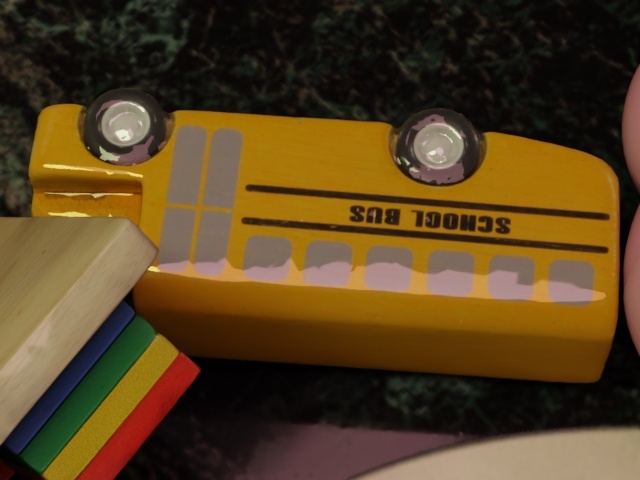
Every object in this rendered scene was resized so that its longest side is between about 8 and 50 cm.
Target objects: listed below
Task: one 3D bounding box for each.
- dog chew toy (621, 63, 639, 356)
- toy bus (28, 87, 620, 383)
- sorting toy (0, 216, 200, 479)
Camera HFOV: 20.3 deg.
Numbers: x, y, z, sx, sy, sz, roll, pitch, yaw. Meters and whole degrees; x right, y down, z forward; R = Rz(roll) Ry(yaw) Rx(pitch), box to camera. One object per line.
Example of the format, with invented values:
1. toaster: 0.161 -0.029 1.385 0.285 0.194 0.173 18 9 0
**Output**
1. dog chew toy: 0.260 -0.049 1.004 0.206 0.207 0.332 -4 57 0
2. toy bus: 0.000 0.000 1.031 0.332 0.108 0.130 4 67 3
3. sorting toy: -0.194 0.111 0.926 0.089 0.255 0.257 45 72 -20
